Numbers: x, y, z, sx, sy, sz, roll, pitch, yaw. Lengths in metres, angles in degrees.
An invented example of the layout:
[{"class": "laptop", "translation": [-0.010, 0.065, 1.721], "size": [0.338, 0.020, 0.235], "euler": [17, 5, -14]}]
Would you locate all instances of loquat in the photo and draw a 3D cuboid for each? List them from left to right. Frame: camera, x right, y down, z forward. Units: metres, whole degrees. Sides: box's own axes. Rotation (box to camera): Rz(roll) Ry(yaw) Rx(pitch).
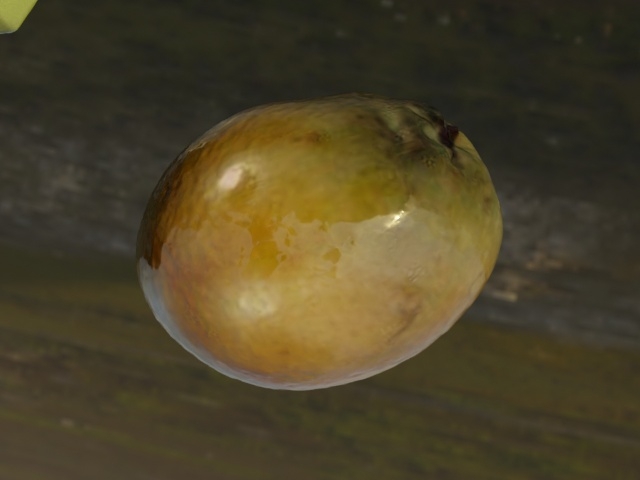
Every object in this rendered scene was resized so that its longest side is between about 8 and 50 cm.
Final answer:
[{"class": "loquat", "translation": [0.000, 0.000, 1.141], "size": [0.227, 0.179, 0.179], "euler": [-11, 157, 23]}]

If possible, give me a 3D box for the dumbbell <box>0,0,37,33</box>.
[{"class": "dumbbell", "translation": [-0.309, -0.101, 1.282], "size": [0.121, 0.302, 0.108], "euler": [31, 171, 6]}]
